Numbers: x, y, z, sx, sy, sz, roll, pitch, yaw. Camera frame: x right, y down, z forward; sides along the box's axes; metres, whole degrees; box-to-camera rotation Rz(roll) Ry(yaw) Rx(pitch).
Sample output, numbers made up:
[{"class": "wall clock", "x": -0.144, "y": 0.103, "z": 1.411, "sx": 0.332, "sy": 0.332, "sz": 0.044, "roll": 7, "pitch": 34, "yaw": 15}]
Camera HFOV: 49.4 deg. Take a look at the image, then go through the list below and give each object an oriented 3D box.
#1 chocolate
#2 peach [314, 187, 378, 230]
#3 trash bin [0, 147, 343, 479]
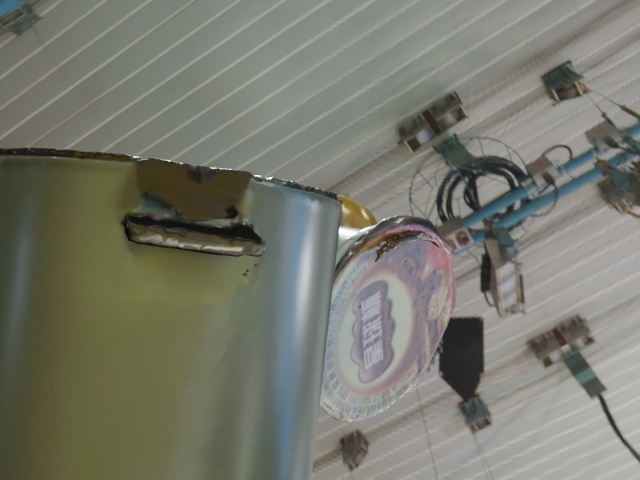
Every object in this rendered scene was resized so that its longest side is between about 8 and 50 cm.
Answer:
[{"class": "chocolate", "x": 0.026, "y": 0.051, "z": 0.686, "sx": 0.221, "sy": 0.147, "sz": 0.221, "roll": -21, "pitch": -55, "yaw": -33}, {"class": "peach", "x": 0.000, "y": 0.000, "z": 1.041, "sx": 0.179, "sy": 0.179, "sz": 0.103, "roll": 6, "pitch": -34, "yaw": -3}, {"class": "trash bin", "x": -0.107, "y": 0.092, "z": 0.429, "sx": 0.217, "sy": 0.277, "sz": 0.262, "roll": 7, "pitch": -93, "yaw": -18}]
